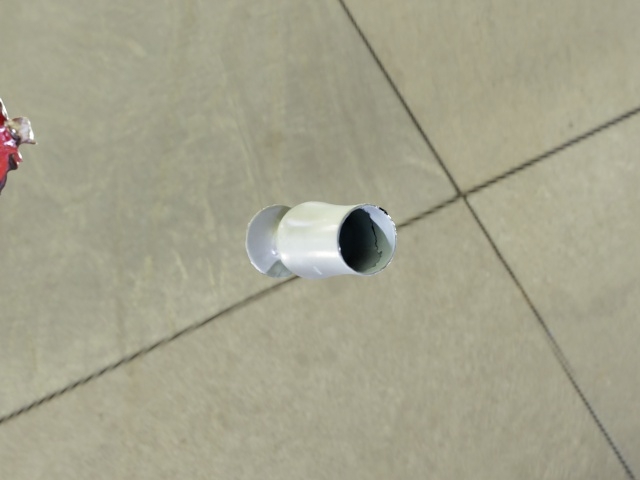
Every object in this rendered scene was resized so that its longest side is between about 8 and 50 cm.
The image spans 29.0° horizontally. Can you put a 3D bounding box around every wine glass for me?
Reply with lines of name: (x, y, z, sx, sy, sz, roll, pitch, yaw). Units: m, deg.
wine glass: (0.000, 0.000, 1.585, 0.231, 0.103, 0.103, -1, 52, 58)

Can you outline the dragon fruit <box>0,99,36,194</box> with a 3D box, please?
dragon fruit: (-0.488, -0.124, 1.370, 0.344, 0.282, 0.100, -7, 41, 7)
